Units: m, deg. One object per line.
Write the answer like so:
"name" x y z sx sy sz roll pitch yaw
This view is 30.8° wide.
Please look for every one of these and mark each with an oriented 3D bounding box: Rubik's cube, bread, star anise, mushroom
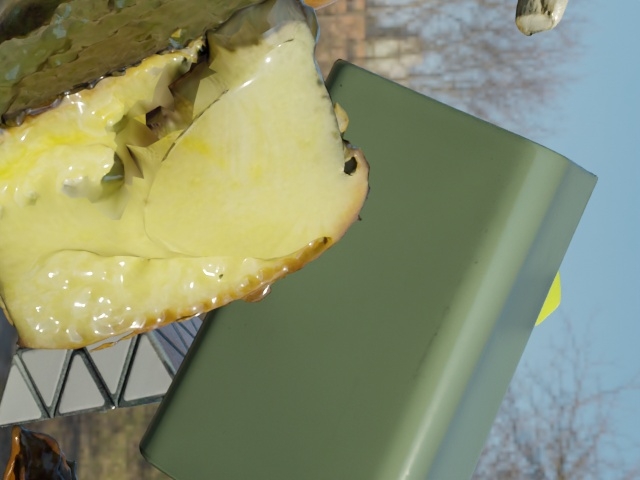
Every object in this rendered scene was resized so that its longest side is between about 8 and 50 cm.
"Rubik's cube" -0.245 0.117 1.412 0.228 0.233 0.228 107 0 -50
"bread" -0.107 -0.050 0.742 0.162 0.262 0.204 -102 174 -58
"star anise" -0.225 0.276 0.987 0.111 0.196 0.212 3 110 -56
"mushroom" 0.224 -0.279 1.043 0.059 0.054 0.202 27 -86 63

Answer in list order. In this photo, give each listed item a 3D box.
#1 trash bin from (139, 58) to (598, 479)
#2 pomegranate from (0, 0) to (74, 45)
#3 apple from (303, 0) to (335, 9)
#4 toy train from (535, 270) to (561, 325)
"trash bin" 0.042 0.060 0.898 0.158 0.223 0.343 16 100 -63
"pomegranate" -0.289 -0.184 1.249 0.159 0.241 0.190 102 -36 -71
"apple" -0.035 -0.374 1.294 0.194 0.261 0.260 31 50 -50
"toy train" 0.101 0.039 1.491 0.442 0.272 0.179 22 -38 48
